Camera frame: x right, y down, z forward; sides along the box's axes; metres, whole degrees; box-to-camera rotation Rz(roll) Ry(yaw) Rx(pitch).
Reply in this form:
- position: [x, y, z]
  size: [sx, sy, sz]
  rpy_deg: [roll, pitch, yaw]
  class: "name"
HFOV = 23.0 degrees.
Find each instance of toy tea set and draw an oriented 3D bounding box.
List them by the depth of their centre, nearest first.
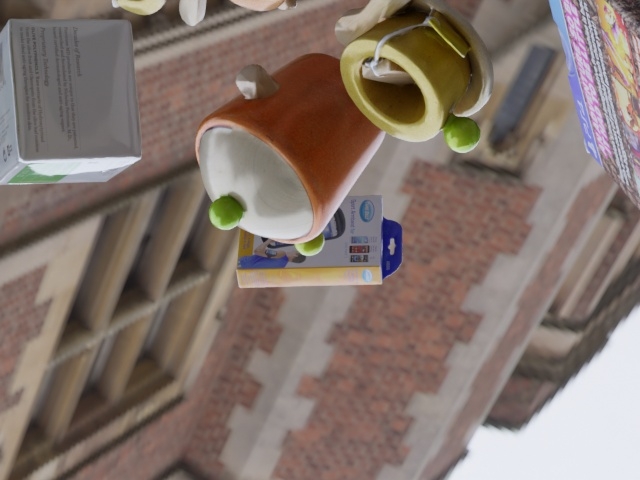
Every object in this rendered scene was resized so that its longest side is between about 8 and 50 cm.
- position: [-0.072, -0.131, 0.891]
  size: [0.336, 0.200, 0.124]
  rpy_deg: [44, -120, -1]
  class: "toy tea set"

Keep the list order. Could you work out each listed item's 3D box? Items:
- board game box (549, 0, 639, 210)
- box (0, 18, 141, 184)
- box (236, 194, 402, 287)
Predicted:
- position: [0.287, -0.091, 1.056]
  size: [0.141, 0.232, 0.291]
  rpy_deg: [-27, -136, -3]
  class: "board game box"
- position: [-0.182, -0.096, 1.103]
  size: [0.087, 0.101, 0.102]
  rpy_deg: [-4, -96, -22]
  class: "box"
- position: [0.000, 0.000, 1.319]
  size: [0.136, 0.028, 0.081]
  rpy_deg: [-3, -131, 6]
  class: "box"
